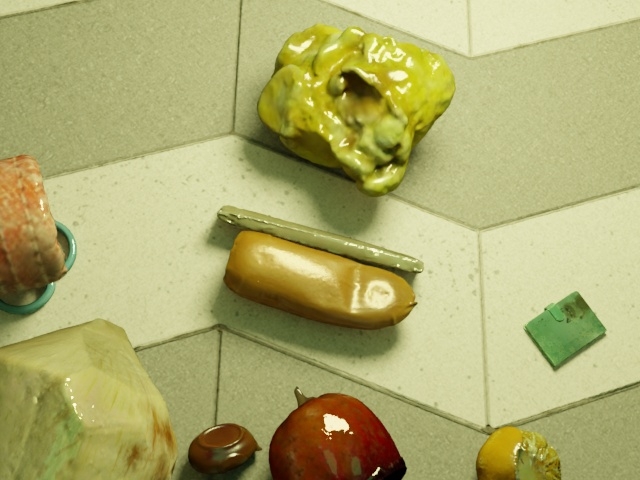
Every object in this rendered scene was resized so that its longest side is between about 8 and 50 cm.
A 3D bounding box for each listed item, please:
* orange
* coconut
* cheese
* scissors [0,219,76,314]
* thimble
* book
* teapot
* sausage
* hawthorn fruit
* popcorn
[{"bbox_3d":[0.349,0.401,1.659,0.156,0.134,0.157,1,80,-4],"label":"orange"},{"bbox_3d":[-0.389,0.313,1.466,0.344,0.415,0.415,26,66,-19],"label":"coconut"},{"bbox_3d":[0.001,-0.002,1.802,0.400,0.085,0.034,15,95,0],"label":"cheese"},{"bbox_3d":[-0.670,-0.028,1.755,0.447,0.029,0.193,27,67,4],"label":"scissors"},{"bbox_3d":[-0.534,-0.025,1.632,0.162,0.239,0.239,-14,71,-18],"label":"thimble"},{"bbox_3d":[0.467,0.166,1.828,0.135,0.017,0.103,-30,75,-17],"label":"book"},{"bbox_3d":[-0.164,0.365,1.642,0.129,0.078,0.098,-17,30,-27],"label":"teapot"},{"bbox_3d":[0.001,0.085,1.751,0.353,0.116,0.134,18,48,-2],"label":"sausage"},{"bbox_3d":[0.013,0.354,1.598,0.215,0.215,0.250,-22,74,-15],"label":"hawthorn fruit"},{"bbox_3d":[0.063,-0.261,1.845,0.334,0.293,0.292,25,105,33],"label":"popcorn"}]
